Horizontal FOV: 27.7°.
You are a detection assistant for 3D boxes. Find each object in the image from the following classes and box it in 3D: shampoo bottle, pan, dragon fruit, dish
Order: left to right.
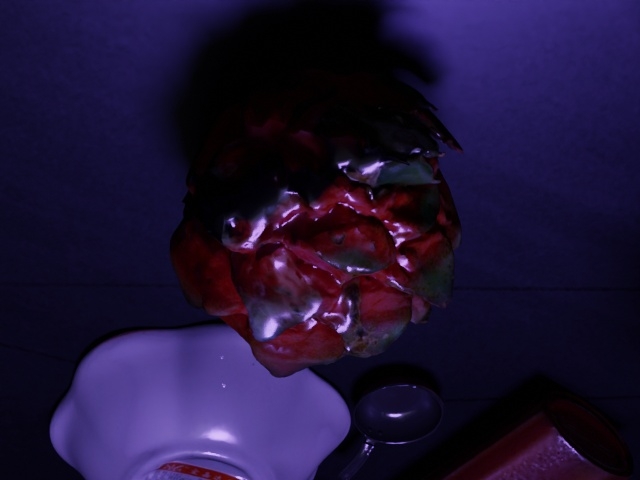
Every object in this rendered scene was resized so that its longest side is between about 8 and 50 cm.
[{"bbox_3d":[-0.090,0.164,0.965,0.229,0.081,0.229,-1,131,-1],"label":"dish"},{"bbox_3d":[-0.001,-0.007,0.758,0.182,0.182,0.189,0,114,-1],"label":"dragon fruit"},{"bbox_3d":[0.045,0.139,0.983,0.068,0.023,0.115,24,124,-22],"label":"pan"},{"bbox_3d":[0.117,0.217,1.028,0.102,0.064,0.260,31,124,-26],"label":"shampoo bottle"}]
